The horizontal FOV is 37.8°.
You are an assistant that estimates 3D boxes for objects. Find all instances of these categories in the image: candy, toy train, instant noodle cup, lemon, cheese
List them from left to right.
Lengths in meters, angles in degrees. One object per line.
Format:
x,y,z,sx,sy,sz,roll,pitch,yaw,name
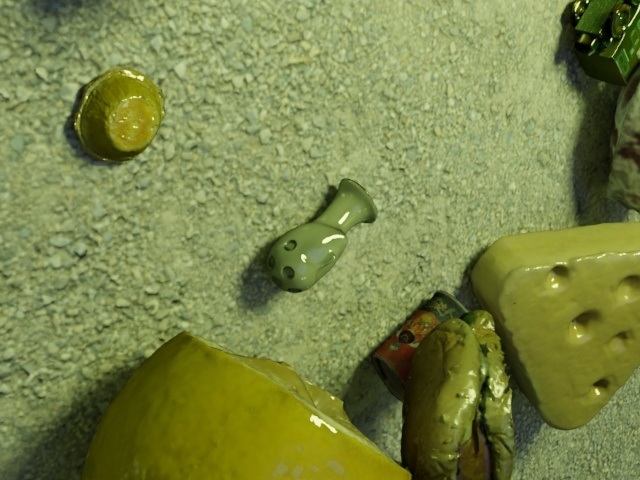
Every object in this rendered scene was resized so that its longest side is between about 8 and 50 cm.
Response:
-0.101,0.295,1.012,0.364,0.364,0.365,-16,117,-34,lemon
0.150,0.157,1.322,0.135,0.127,0.127,-34,126,-15,instant noodle cup
0.441,0.094,1.463,0.383,0.104,0.384,-10,125,-14,cheese
0.454,-0.353,1.384,0.226,0.090,0.137,-57,139,-6,toy train
0.536,-0.176,1.459,0.214,0.157,0.290,-36,143,-44,candy

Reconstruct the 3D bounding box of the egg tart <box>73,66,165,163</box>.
-0.201,-0.125,0.961,0.105,0.039,0.105,-18,120,-35,egg tart

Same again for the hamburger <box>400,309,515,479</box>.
0.162,0.235,1.154,0.134,0.285,0.266,-5,113,3,hamburger

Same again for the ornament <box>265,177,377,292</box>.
0.000,0.000,1.153,0.156,0.081,0.075,-44,134,-24,ornament
